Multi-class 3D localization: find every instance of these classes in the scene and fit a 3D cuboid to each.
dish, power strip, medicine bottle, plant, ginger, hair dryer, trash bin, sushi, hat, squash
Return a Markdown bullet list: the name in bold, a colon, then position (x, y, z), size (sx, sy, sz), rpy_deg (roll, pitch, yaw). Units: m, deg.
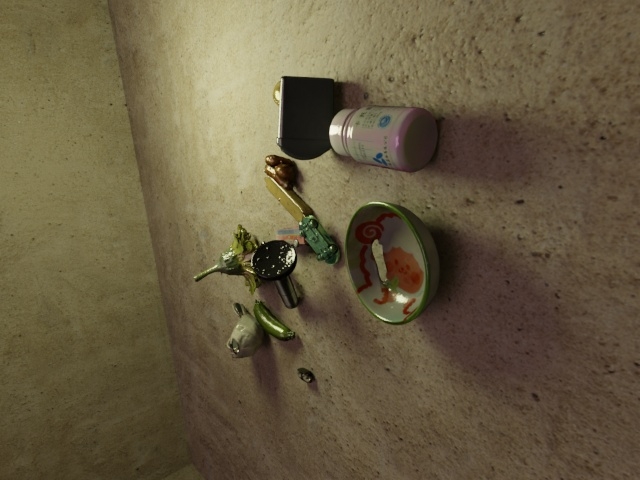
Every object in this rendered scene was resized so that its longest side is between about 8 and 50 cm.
- **dish**: position (0.206, 0.051, 1.067), size (0.324, 0.124, 0.325), rpy_deg (26, 121, 54)
- **power strip**: position (-0.118, -0.152, 1.486), size (0.305, 0.044, 0.064), rpy_deg (47, 134, 35)
- **medicine bottle**: position (0.150, -0.260, 1.012), size (0.254, 0.151, 0.152), rpy_deg (23, 118, 45)
- **plant**: position (-0.365, 0.084, 1.732), size (0.296, 0.261, 0.306), rpy_deg (-11, 116, 12)
- **ginger**: position (-0.142, -0.259, 1.462), size (0.162, 0.073, 0.103), rpy_deg (42, 145, 29)
- **hair dryer**: position (-0.193, 0.095, 1.503), size (0.284, 0.155, 0.320), rpy_deg (43, 160, 24)
- **trash bin**: position (-0.044, -0.362, 1.212), size (0.101, 0.176, 0.237), rpy_deg (-96, 8, -75)
- **sushi**: position (-0.064, 0.549, 1.627), size (0.083, 0.044, 0.046), rpy_deg (7, 105, 53)
- **hat**: position (-0.351, 0.420, 1.887), size (0.275, 0.160, 0.232), rpy_deg (-126, 49, -63)
- **squash**: position (-0.213, 0.357, 1.739), size (0.318, 0.071, 0.080), rpy_deg (31, 123, 44)

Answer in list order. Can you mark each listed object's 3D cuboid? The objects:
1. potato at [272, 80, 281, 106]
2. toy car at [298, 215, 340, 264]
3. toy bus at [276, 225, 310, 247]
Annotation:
- **potato**: position (-0.084, -0.466, 1.298), size (0.170, 0.080, 0.107), rpy_deg (32, 93, 37)
- **toy car**: position (0.000, 0.000, 1.363), size (0.186, 0.058, 0.093), rpy_deg (52, 136, 2)
- **toy bus**: position (-0.093, -0.013, 1.478), size (0.192, 0.064, 0.077), rpy_deg (-3, 92, 53)
